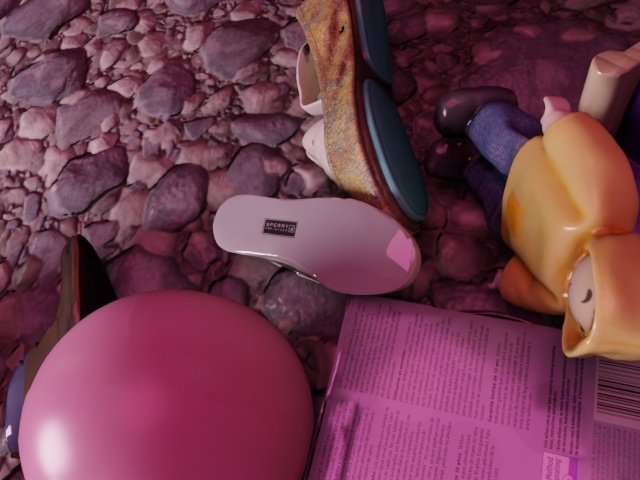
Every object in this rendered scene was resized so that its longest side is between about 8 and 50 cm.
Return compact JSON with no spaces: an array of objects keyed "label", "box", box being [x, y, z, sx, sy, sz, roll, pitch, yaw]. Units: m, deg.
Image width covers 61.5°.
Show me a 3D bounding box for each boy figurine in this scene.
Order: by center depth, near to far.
[{"label":"boy figurine","box":[0.170,-0.011,0.416,0.092,0.177,0.285,-2,39,-11]}]

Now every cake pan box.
[{"label":"cake pan box","box":[0.116,0.177,0.405,0.246,0.070,0.266,8,66,15]}]

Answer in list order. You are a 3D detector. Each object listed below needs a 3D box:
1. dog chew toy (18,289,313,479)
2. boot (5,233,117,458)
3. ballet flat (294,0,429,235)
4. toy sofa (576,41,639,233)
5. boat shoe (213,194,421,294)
[{"label":"dog chew toy","box":[-0.114,0.205,0.362,0.207,0.206,0.331,-2,60,13]},{"label":"boot","box":[-0.260,0.100,0.529,0.106,0.082,0.219,-20,63,1]},{"label":"ballet flat","box":[0.029,-0.144,0.572,0.123,0.123,0.348,-11,63,9]},{"label":"toy sofa","box":[0.335,0.006,0.388,0.177,0.150,0.362,-34,61,-4]},{"label":"boat shoe","box":[0.000,0.000,0.497,0.220,0.070,0.077,15,87,36]}]
